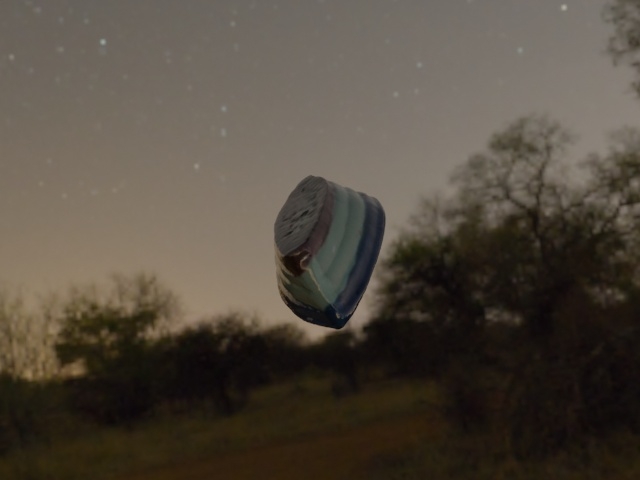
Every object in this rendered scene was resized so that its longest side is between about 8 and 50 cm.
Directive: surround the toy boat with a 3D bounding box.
[{"bbox_3d":[0.000,0.000,0.676,0.080,0.046,0.229,-33,10,9],"label":"toy boat"}]
